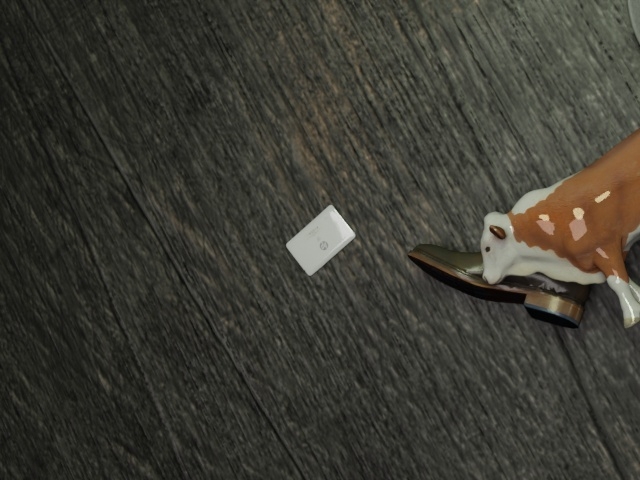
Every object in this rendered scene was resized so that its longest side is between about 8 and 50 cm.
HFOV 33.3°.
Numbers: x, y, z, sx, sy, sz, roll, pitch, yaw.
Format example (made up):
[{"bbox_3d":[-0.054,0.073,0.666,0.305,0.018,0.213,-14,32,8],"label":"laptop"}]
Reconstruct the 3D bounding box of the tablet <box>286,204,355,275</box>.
[{"bbox_3d":[0.000,0.000,1.382,0.083,0.006,0.054,-42,77,16],"label":"tablet"}]

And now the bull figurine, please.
[{"bbox_3d":[0.329,-0.020,1.180,0.310,0.101,0.188,-37,82,-1],"label":"bull figurine"}]

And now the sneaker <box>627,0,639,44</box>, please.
[{"bbox_3d":[0.442,-0.236,1.178,0.147,0.104,0.295,-7,64,-10],"label":"sneaker"}]

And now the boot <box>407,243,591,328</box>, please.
[{"bbox_3d":[0.220,0.020,1.276,0.219,0.082,0.106,21,79,18],"label":"boot"}]
